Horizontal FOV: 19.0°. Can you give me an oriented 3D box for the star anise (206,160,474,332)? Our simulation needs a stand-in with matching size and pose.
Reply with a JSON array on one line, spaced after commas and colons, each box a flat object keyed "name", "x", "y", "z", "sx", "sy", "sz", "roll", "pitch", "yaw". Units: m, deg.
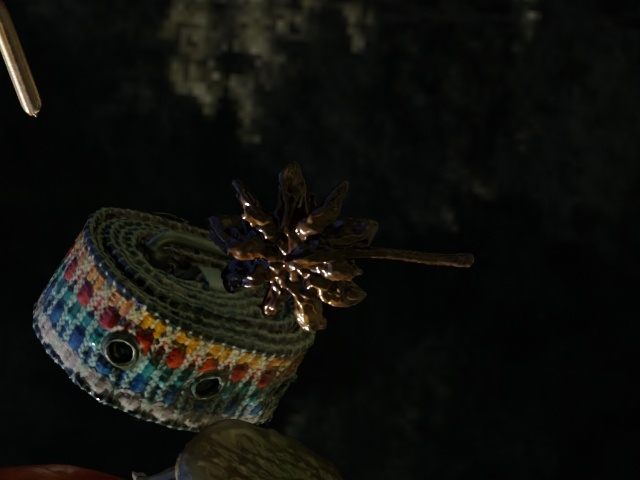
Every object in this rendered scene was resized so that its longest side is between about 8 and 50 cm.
[{"name": "star anise", "x": 0.003, "y": -0.002, "z": 1.791, "sx": 0.177, "sy": 0.234, "sz": 0.073, "roll": 58, "pitch": -162, "yaw": -22}]

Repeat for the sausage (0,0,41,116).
[{"name": "sausage", "x": -0.207, "y": -0.124, "z": 1.291, "sx": 0.015, "sy": 0.015, "sz": 0.100, "roll": -94, "pitch": -9, "yaw": -51}]

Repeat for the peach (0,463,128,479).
[{"name": "peach", "x": -0.237, "y": 0.305, "z": 1.599, "sx": 0.380, "sy": 0.306, "sz": 0.242, "roll": 49, "pitch": -123, "yaw": -77}]

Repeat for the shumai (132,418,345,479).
[{"name": "shumai", "x": -0.045, "y": 0.208, "z": 1.203, "sx": 0.120, "sy": 0.201, "sz": 0.201, "roll": -44, "pitch": 23, "yaw": 19}]

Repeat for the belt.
[{"name": "belt", "x": -0.129, "y": 0.075, "z": 1.928, "sx": 0.160, "sy": 0.295, "sz": 0.207, "roll": -58, "pitch": 28, "yaw": 23}]
